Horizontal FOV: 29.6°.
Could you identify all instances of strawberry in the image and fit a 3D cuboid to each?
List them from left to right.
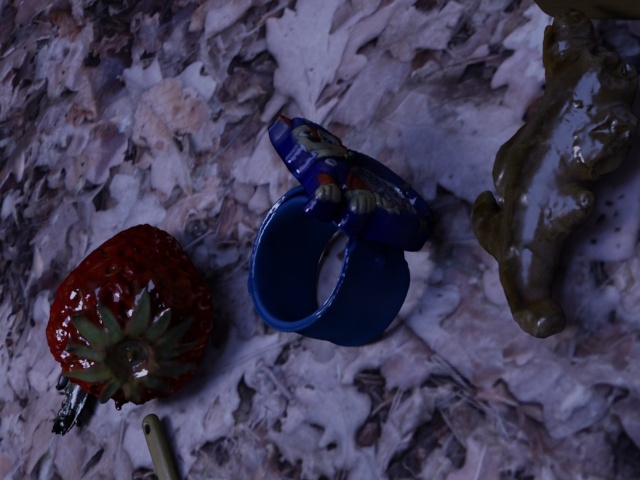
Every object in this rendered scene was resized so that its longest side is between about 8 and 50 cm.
[{"bbox_3d":[-0.226,0.073,1.478,0.205,0.205,0.244,-43,26,18],"label":"strawberry"}]

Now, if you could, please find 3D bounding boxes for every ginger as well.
[{"bbox_3d":[0.230,-0.071,1.196,0.166,0.080,0.333,12,85,59],"label":"ginger"}]

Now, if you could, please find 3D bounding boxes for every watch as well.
[{"bbox_3d":[0.008,0.006,1.306,0.200,0.171,0.196,-59,32,19],"label":"watch"}]

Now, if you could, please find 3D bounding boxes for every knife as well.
[{"bbox_3d":[-0.165,0.331,1.391,0.047,0.017,0.298,-41,52,22],"label":"knife"}]

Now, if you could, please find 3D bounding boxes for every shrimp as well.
[{"bbox_3d":[-0.315,0.180,1.589,0.091,0.034,0.161,-1,63,54],"label":"shrimp"}]

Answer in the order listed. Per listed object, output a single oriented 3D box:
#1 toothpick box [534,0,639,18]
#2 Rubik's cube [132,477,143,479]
[{"bbox_3d":[0.316,-0.399,1.205,0.190,0.187,0.308,11,74,45],"label":"toothpick box"},{"bbox_3d":[-0.268,0.430,1.345,0.229,0.233,0.228,-169,60,-79],"label":"Rubik's cube"}]
